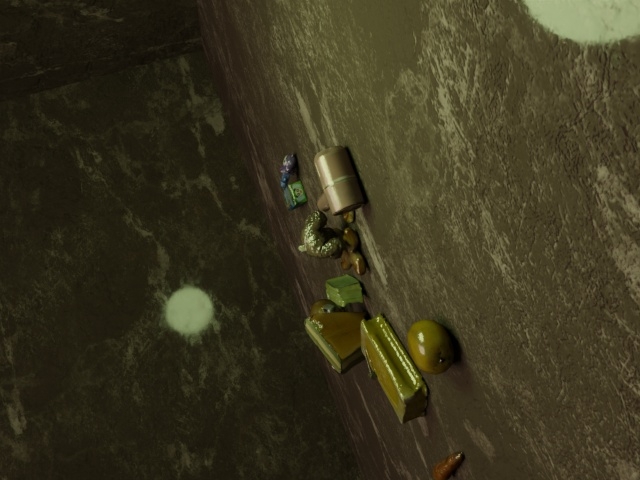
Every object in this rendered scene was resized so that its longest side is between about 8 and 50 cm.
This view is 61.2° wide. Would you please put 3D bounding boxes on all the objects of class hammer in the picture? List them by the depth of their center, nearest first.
[{"bbox_3d":[0.162,0.413,1.827,0.035,0.019,0.110,170,86,-78],"label":"hammer"}]

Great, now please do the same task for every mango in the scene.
[{"bbox_3d":[0.269,0.265,1.351,0.195,0.098,0.137,98,148,-80],"label":"mango"}]

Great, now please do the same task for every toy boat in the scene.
[{"bbox_3d":[0.082,0.182,2.003,0.276,0.111,0.084,-167,63,-80],"label":"toy boat"}]

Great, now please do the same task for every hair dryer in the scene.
[{"bbox_3d":[0.026,-0.155,1.697,0.344,0.106,0.189,141,109,-74],"label":"hair dryer"}]

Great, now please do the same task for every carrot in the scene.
[{"bbox_3d":[0.378,0.658,1.586,0.224,0.057,0.057,95,153,-55],"label":"carrot"}]

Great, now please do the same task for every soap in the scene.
[{"bbox_3d":[0.232,0.414,1.757,0.199,0.091,0.315,82,164,-48],"label":"soap"}]

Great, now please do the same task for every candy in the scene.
[{"bbox_3d":[-0.115,-0.196,2.408,0.194,0.062,0.097,160,92,-78],"label":"candy"}]

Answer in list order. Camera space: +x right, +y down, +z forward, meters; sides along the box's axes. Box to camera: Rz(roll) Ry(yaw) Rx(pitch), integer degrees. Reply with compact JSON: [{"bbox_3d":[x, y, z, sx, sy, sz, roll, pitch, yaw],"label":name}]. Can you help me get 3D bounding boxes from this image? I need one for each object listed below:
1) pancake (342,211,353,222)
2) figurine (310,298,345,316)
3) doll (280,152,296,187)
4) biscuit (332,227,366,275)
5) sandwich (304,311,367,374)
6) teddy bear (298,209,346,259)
[{"bbox_3d":[0.070,-0.131,1.769,0.158,0.028,0.158,159,90,-76],"label":"pancake"},{"bbox_3d":[0.054,0.381,2.315,0.285,0.167,0.342,56,142,24],"label":"figurine"},{"bbox_3d":[-0.141,-0.294,2.298,0.206,0.067,0.110,112,168,-46],"label":"doll"},{"bbox_3d":[0.097,0.032,1.855,0.208,0.047,0.164,-173,63,-77],"label":"biscuit"},{"bbox_3d":[0.086,0.342,2.018,0.227,0.198,0.155,47,156,29],"label":"sandwich"},{"bbox_3d":[0.000,0.000,1.832,0.177,0.140,0.190,53,-175,9],"label":"teddy bear"}]
